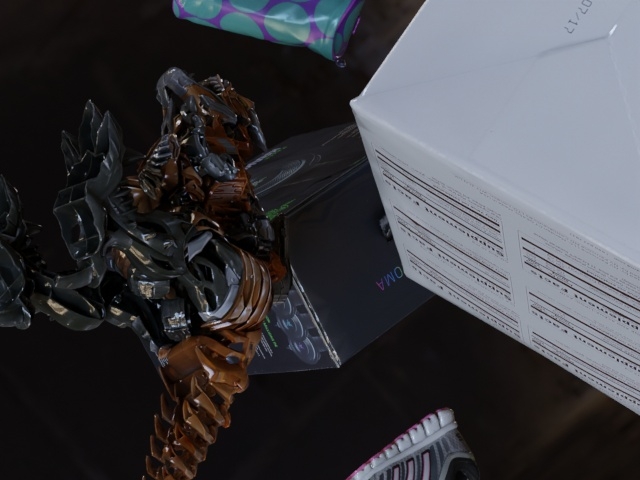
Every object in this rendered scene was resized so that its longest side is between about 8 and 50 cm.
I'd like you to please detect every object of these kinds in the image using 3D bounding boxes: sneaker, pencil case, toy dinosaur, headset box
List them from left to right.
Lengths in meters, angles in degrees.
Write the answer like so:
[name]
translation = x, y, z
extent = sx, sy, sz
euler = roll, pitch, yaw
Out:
[toy dinosaur]
translation = -0.097, 0.014, 1.314
extent = 0.218, 0.164, 0.322
euler = 24, 30, -34
[pencil case]
translation = -0.043, -0.194, 1.643
extent = 0.152, 0.064, 0.070
euler = 17, 2, 11
[headset box]
translation = 0.000, 0.000, 1.679
extent = 0.246, 0.283, 0.131
euler = -34, 104, -33
[sneaker]
translation = 0.061, 0.197, 1.525
extent = 0.170, 0.063, 0.075
euler = -34, 82, -37

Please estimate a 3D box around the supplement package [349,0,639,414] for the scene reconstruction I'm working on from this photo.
[supplement package]
translation = 0.136, -0.058, 0.845
extent = 0.149, 0.194, 0.203
euler = 31, -13, 18
